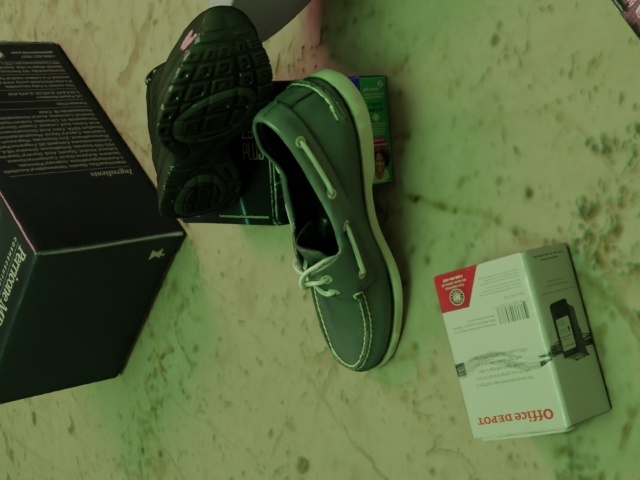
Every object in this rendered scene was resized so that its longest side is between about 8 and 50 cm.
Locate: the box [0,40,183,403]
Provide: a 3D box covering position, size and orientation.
[{"bbox_3d":[-0.402,-0.032,1.471,0.395,0.212,0.293,52,131,28],"label":"box"}]

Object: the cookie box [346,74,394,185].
[{"bbox_3d":[0.025,-0.107,1.093,0.092,0.040,0.107,2,100,48],"label":"cookie box"}]

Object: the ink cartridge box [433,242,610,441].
[{"bbox_3d":[0.171,0.089,0.945,0.109,0.063,0.150,-19,83,49],"label":"ink cartridge box"}]

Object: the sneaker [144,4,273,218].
[{"bbox_3d":[-0.126,-0.136,1.056,0.286,0.109,0.130,118,137,-56],"label":"sneaker"}]

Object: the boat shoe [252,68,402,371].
[{"bbox_3d":[0.000,0.000,1.055,0.116,0.099,0.319,19,128,42],"label":"boat shoe"}]

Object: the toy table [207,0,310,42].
[{"bbox_3d":[-0.058,-0.324,1.019,0.161,0.252,0.274,48,125,10],"label":"toy table"}]

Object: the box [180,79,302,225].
[{"bbox_3d":[-0.078,-0.093,1.186,0.180,0.077,0.147,4,100,49],"label":"box"}]

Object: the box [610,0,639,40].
[{"bbox_3d":[0.275,-0.287,0.741,0.270,0.060,0.216,-53,53,40],"label":"box"}]
